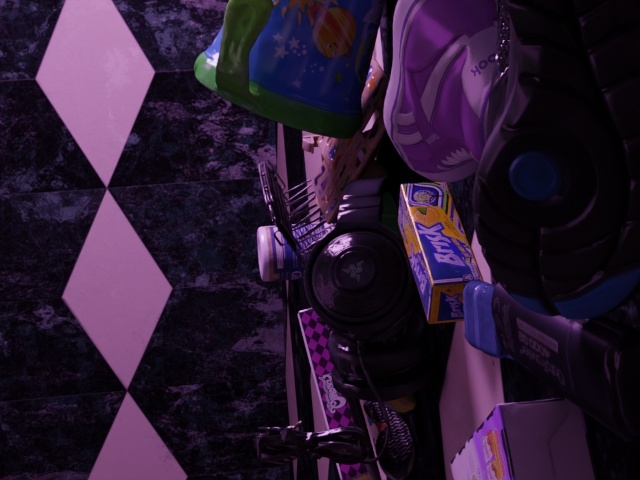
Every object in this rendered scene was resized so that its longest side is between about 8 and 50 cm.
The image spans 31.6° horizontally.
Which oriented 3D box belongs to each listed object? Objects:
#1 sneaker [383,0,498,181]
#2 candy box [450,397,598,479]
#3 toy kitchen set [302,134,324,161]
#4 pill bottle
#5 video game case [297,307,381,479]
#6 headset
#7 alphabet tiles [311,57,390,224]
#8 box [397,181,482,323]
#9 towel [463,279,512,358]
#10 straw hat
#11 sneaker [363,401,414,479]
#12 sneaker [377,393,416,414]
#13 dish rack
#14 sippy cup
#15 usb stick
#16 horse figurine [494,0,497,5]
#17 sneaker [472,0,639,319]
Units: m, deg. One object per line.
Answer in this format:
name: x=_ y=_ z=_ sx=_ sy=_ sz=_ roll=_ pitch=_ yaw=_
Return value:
sneaker: x=0.130 y=-0.088 z=0.959 sx=0.161 sy=0.102 sz=0.282 roll=58 pitch=175 yaw=25
candy box: x=0.170 y=0.236 z=0.933 sx=0.196 sy=0.070 sz=0.165 roll=103 pitch=161 yaw=-66
toy kitchen set: x=0.007 y=-0.154 z=2.013 sx=0.083 sy=0.068 sz=0.075 roll=94 pitch=169 yaw=-53
pill bottle: x=-0.019 y=0.017 z=1.917 sx=0.094 sy=0.169 sz=0.094 roll=175 pitch=90 yaw=-84
video game case: x=0.031 y=0.228 z=1.513 sx=0.210 sy=0.041 sz=0.232 roll=67 pitch=-174 yaw=-64
headset: x=0.035 y=0.099 z=1.342 sx=0.394 sy=0.185 sz=0.243 roll=-81 pitch=-18 yaw=-47
alphabet tiles: x=0.041 y=-0.150 z=1.591 sx=0.198 sy=0.009 sz=0.237 roll=-60 pitch=18 yaw=17
box: x=0.126 y=0.010 z=1.217 sx=0.169 sy=0.054 sz=0.059 roll=-103 pitch=11 yaw=-48
towel: x=0.162 y=0.073 z=1.067 sx=0.119 sy=0.029 sz=0.067 roll=-155 pitch=61 yaw=-83
straw hat: x=0.062 y=-0.087 z=1.601 sx=0.144 sy=0.061 sz=0.144 roll=-45 pitch=24 yaw=26
sneaker: x=0.105 y=0.292 z=1.609 sx=0.161 sy=0.057 sz=0.075 roll=-111 pitch=-2 yaw=-57
sneaker: x=0.086 y=0.134 z=1.529 sx=0.209 sy=0.094 sz=0.081 roll=64 pitch=-164 yaw=10
dish rack: x=0.000 y=0.000 z=1.658 sx=0.271 sy=0.074 sz=0.208 roll=55 pitch=-171 yaw=-31
sippy cup: x=-0.022 y=-0.281 z=1.495 sx=0.305 sy=0.240 sz=0.224 roll=-113 pitch=43 yaw=-68
usb stick: x=0.184 y=0.079 z=0.835 sx=0.278 sy=0.045 sz=0.077 roll=-141 pitch=38 yaw=-80
horse figurine: x=0.124 y=-0.288 z=1.010 sx=0.174 sy=0.066 sz=0.263 roll=103 pitch=160 yaw=-85
sneaker: x=0.167 y=-0.111 z=0.705 sx=0.140 sy=0.125 sz=0.341 roll=-54 pitch=-35 yaw=-56
